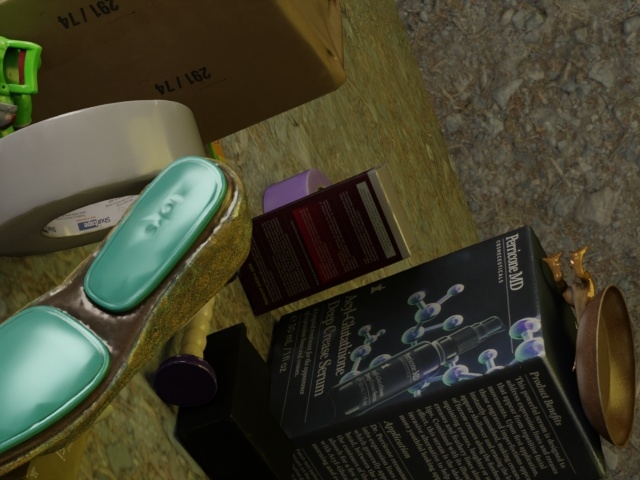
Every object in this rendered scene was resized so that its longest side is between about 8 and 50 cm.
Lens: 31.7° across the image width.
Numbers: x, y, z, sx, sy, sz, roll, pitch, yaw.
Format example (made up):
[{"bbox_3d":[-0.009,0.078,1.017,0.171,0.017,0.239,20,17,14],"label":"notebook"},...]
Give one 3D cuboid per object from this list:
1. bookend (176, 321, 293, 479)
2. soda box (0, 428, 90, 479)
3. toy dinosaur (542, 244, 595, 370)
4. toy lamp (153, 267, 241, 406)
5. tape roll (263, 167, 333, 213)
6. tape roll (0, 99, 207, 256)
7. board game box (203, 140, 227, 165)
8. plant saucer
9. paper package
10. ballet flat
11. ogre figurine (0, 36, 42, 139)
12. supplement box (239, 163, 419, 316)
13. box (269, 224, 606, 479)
[{"bbox_3d":[-0.092,0.210,1.331,0.156,0.072,0.157,58,20,-33],"label":"bookend"},{"bbox_3d":[-0.241,0.160,0.979,0.058,0.061,0.181,57,22,-33],"label":"soda box"},{"bbox_3d":[0.331,0.070,1.437,0.112,0.064,0.211,66,19,-9],"label":"toy dinosaur"},{"bbox_3d":[-0.139,0.074,1.337,0.080,0.080,0.275,57,21,-33],"label":"toy lamp"},{"bbox_3d":[-0.011,-0.014,1.795,0.189,0.080,0.189,56,22,-37],"label":"tape roll"},{"bbox_3d":[-0.213,-0.054,1.044,0.219,0.219,0.072,5,66,-70],"label":"tape roll"},{"bbox_3d":[-0.204,-0.179,1.359,0.039,0.124,0.259,11,60,-71],"label":"board game box"},{"bbox_3d":[0.346,0.153,1.371,0.198,0.036,0.199,20,67,-60],"label":"plant saucer"},{"bbox_3d":[-0.183,-0.241,1.166,0.309,0.324,0.168,47,29,-50],"label":"paper package"},{"bbox_3d":[-0.179,0.080,0.923,0.123,0.348,0.123,37,-19,15],"label":"ballet flat"},{"bbox_3d":[-0.304,-0.130,1.021,0.197,0.096,0.118,11,98,-59],"label":"ogre figurine"},{"bbox_3d":[0.000,0.000,1.553,0.130,0.239,0.073,68,17,-4],"label":"supplement box"},{"bbox_3d":[0.142,0.198,1.491,0.212,0.395,0.293,60,20,-26],"label":"box"}]
